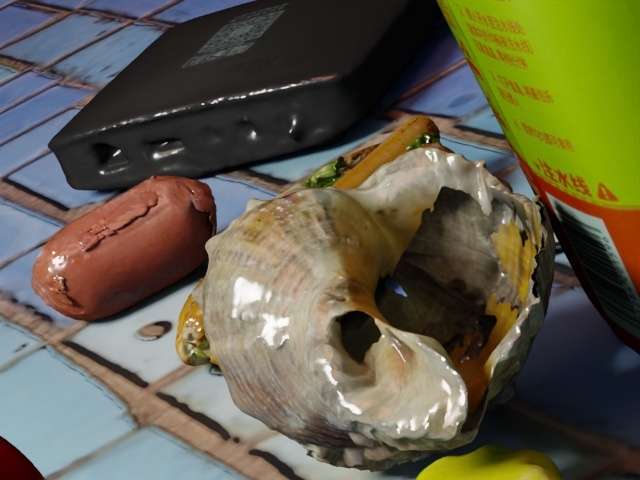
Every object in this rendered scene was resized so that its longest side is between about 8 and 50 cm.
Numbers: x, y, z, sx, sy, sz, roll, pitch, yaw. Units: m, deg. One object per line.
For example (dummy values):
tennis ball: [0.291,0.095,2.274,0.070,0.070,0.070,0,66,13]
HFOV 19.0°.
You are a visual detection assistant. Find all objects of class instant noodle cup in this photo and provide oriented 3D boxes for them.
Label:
instant noodle cup: [0.191,-0.111,0.953,0.294,0.308,0.294,-18,29,10]

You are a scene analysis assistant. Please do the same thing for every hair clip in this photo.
hair clip: [0.094,0.129,0.866,0.072,0.046,0.173,-27,20,-22]

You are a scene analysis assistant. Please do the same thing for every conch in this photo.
conch: [0.040,0.037,0.965,0.178,0.163,0.245,-58,23,3]

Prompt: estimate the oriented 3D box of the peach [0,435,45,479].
peach: [-0.237,0.167,0.903,0.226,0.190,0.196,-7,35,20]

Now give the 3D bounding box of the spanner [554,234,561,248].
spanner: [0.236,-0.019,1.113,0.302,0.017,0.071,-7,26,34]

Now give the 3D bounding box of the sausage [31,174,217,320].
sausage: [-0.135,0.007,1.333,0.141,0.076,0.076,-27,22,-14]

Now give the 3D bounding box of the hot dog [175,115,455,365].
hot dog: [0.000,0.000,1.226,0.100,0.068,0.249,3,33,45]

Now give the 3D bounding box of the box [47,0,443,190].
box: [-0.055,-0.142,1.607,0.290,0.073,0.289,-11,24,27]
